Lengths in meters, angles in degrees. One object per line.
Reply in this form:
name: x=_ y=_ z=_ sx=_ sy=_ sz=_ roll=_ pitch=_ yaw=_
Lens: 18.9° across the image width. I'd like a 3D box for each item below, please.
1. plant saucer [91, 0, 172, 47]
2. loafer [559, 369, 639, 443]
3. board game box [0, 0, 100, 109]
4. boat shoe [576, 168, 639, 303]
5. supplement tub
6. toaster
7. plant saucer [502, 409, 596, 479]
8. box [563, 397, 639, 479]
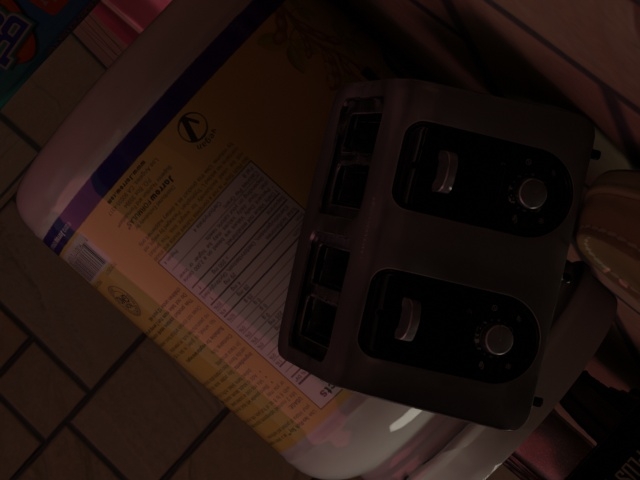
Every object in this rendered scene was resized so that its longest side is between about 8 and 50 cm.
plant saucer: x=-0.117 y=-0.184 z=1.604 sx=0.332 sy=0.084 sz=0.332 roll=42 pitch=178 yaw=2
loafer: x=0.301 y=0.179 z=1.548 sx=0.267 sy=0.084 sz=0.096 roll=44 pitch=-178 yaw=42
board game box: x=-0.217 y=-0.210 z=1.312 sx=0.160 sy=0.210 sz=0.047 roll=41 pitch=177 yaw=-2
boat shoe: x=0.215 y=0.072 z=0.872 sx=0.302 sy=0.098 sz=0.109 roll=40 pitch=176 yaw=35
supplement tub: x=0.000 y=0.000 z=1.232 sx=0.331 sy=0.241 sz=0.241 roll=42 pitch=177 yaw=-3
toaster: x=0.058 y=0.001 z=1.032 sx=0.110 sy=0.168 sz=0.186 roll=14 pitch=-179 yaw=-13
plant saucer: x=0.173 y=0.169 z=1.649 sx=0.310 sy=0.050 sz=0.310 roll=39 pitch=176 yaw=3
box: x=0.216 y=0.153 z=1.211 sx=0.077 sy=0.180 sz=0.147 roll=42 pitch=177 yaw=18
